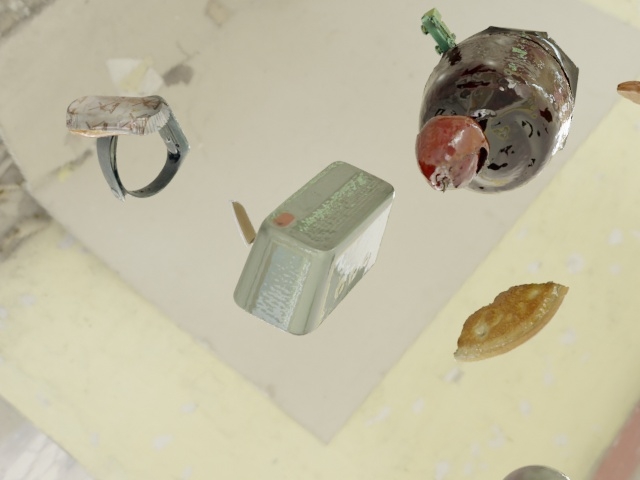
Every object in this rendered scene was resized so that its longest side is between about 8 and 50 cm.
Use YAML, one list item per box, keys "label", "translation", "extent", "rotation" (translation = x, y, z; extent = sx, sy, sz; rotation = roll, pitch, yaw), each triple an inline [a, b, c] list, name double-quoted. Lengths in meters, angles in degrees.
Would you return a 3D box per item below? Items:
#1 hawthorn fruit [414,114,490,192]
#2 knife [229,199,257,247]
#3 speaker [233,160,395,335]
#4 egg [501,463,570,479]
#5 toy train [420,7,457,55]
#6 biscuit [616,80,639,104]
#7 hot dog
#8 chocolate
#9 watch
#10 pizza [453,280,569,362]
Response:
- label: "hawthorn fruit"
  translation: [0.251, -0.163, 1.785]
  extent: [0.148, 0.148, 0.172]
  rotation: [95, 11, -52]
- label: "knife"
  translation: [-0.172, -0.003, 2.293]
  extent: [0.046, 0.022, 0.256]
  rotation: [-46, 129, -31]
- label: "speaker"
  translation: [0.000, 0.000, 1.795]
  extent: [0.406, 0.183, 0.184]
  rotation: [-44, 158, -57]
- label: "egg"
  translation: [0.344, 0.410, 1.465]
  extent: [0.135, 0.103, 0.103]
  rotation: [-20, -169, 44]
- label: "toy train"
  translation: [0.287, -0.507, 2.237]
  extent: [0.050, 0.122, 0.081]
  rotation: [-27, -153, 31]
- label: "biscuit"
  translation: [0.697, -0.309, 1.886]
  extent: [0.186, 0.192, 0.036]
  rotation: [10, 93, -39]
- label: "hot dog"
  translation: [-0.368, -0.223, 1.652]
  extent: [0.108, 0.191, 0.059]
  rotation: [-72, 159, -44]
- label: "chocolate"
  translation: [0.399, -0.276, 2.056]
  extent: [0.331, 0.384, 0.383]
  rotation: [-69, -177, -67]
- label: "watch"
  translation: [-0.370, -0.192, 1.878]
  extent: [0.193, 0.068, 0.206]
  rotation: [-42, 131, -25]
- label: "pizza"
  translation: [0.385, 0.165, 1.883]
  extent: [0.271, 0.134, 0.056]
  rotation: [-40, 124, -4]
